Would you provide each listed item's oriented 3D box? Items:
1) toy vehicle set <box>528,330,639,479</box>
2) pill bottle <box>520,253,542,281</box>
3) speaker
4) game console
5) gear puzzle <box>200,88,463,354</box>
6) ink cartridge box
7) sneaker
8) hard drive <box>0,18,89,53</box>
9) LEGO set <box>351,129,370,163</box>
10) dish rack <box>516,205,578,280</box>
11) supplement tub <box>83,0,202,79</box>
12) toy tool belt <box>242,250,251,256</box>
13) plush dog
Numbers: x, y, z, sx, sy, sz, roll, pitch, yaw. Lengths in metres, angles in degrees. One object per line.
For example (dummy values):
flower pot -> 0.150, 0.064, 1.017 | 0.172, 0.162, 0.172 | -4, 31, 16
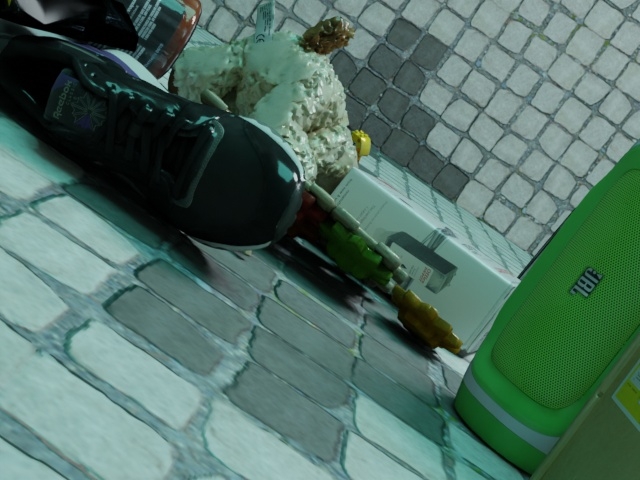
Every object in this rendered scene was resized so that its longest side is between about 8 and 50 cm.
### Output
toy vehicle set -> 0.247, 0.105, 0.701 | 0.035, 0.267, 0.166 | 32, 11, -9
pill bottle -> 0.398, 0.128, 1.424 | 0.265, 0.153, 0.153 | 34, 10, -5
speaker -> 0.237, 0.047, 0.848 | 0.131, 0.296, 0.131 | 34, 10, -7
game console -> -0.339, -0.248, 0.890 | 0.361, 0.044, 0.213 | 25, 10, 14
gear puzzle -> 0.000, 0.000, 1.007 | 0.339, 0.044, 0.175 | 42, -11, 2
ink cartridge box -> 0.112, 0.022, 1.153 | 0.218, 0.092, 0.158 | 39, 8, 15
sneaker -> -0.144, -0.076, 0.798 | 0.283, 0.107, 0.124 | 30, 10, 32
hard drive -> -0.258, -0.186, 1.079 | 0.203, 0.040, 0.307 | 29, 11, -30
LEGO set -> 0.038, -0.091, 1.392 | 0.227, 0.093, 0.087 | 40, 27, 31
dish rack -> 0.430, 0.103, 1.531 | 0.271, 0.208, 0.074 | 35, 21, -4
supplement tub -> -0.229, -0.257, 1.085 | 0.198, 0.106, 0.106 | 32, 10, -21
toy tool belt -> -0.064, -0.014, 0.908 | 0.051, 0.052, 0.083 | 66, 13, -3
plush dog -> -0.030, -0.138, 1.268 | 0.262, 0.210, 0.225 | 43, -14, 33
